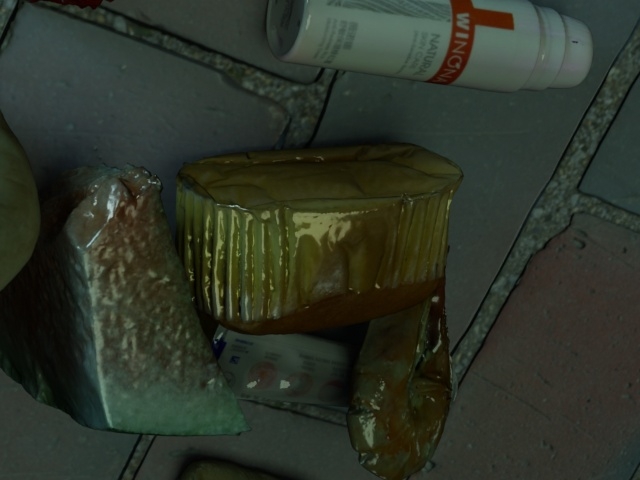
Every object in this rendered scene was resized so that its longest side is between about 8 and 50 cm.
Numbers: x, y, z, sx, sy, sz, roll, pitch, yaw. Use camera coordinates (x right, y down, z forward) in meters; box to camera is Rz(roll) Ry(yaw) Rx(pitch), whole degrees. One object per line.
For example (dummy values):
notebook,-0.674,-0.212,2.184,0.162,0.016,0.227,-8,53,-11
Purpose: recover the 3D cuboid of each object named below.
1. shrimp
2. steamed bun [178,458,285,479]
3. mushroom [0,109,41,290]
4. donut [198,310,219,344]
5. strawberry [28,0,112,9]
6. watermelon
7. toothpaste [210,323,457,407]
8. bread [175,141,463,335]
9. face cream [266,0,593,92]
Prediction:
shrimp,0.100,0.112,1.743,0.154,0.062,0.294,19,81,-44
steamed bun,-0.084,0.369,1.823,0.231,0.110,0.212,20,107,-28
mushroom,-0.361,-0.032,1.431,0.260,0.253,0.234,-65,167,-5
donut,-0.074,0.093,1.722,0.108,0.043,0.097,32,101,-38
strawberry,-0.192,-0.274,1.399,0.233,0.178,0.234,-10,125,-15
watermelon,-0.217,0.077,1.541,0.151,0.264,0.302,-30,115,-23
toothpaste,0.010,0.143,1.748,0.323,0.066,0.100,12,113,-37
bread,0.000,0.000,1.608,0.288,0.204,0.156,-10,115,-24
face cream,0.121,-0.204,1.617,0.345,0.102,0.102,4,114,-25
